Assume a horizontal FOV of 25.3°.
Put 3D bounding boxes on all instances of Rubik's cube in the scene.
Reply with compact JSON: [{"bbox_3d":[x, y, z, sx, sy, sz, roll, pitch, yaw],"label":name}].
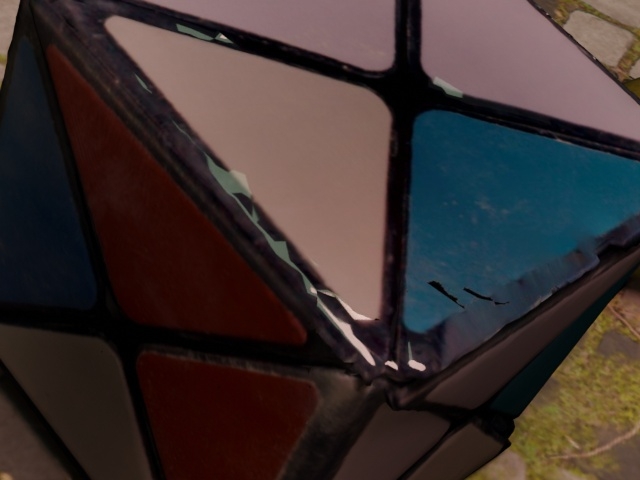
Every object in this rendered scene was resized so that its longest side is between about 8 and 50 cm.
[{"bbox_3d":[0.000,0.000,0.867,0.310,0.305,0.307,-26,63,-39],"label":"Rubik's cube"}]

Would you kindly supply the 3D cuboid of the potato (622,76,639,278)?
[{"bbox_3d":[0.300,-0.053,1.167,0.197,0.149,0.228,21,39,18],"label":"potato"}]
